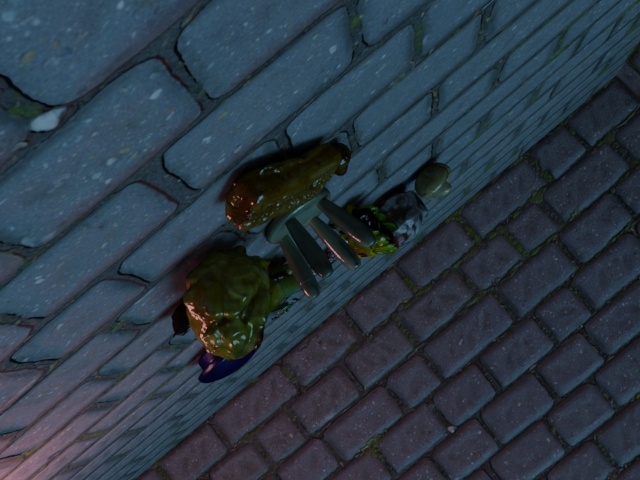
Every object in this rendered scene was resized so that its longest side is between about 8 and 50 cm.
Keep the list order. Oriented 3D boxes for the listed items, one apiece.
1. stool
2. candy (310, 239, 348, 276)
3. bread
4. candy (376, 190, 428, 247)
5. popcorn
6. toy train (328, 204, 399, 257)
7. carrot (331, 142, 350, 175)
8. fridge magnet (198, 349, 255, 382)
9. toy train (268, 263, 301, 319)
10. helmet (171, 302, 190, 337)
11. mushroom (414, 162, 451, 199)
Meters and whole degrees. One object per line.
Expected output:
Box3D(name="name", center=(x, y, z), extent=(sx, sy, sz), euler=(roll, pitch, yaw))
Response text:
Box3D(name="stool", center=(0.000, 0.000, 1.659), extent=(0.195, 0.198, 0.195), euler=(-36, 167, -26))
Box3D(name="candy", center=(0.014, 0.072, 2.307), extent=(0.226, 0.051, 0.094), euler=(-47, 163, 30))
Box3D(name="bread", center=(-0.068, -0.114, 1.326), extent=(0.271, 0.077, 0.139), euler=(-30, 161, -45))
Box3D(name="candy", center=(0.263, -0.064, 2.315), extent=(0.214, 0.157, 0.289), euler=(-37, 168, 5))
Box3D(name="popcorn", center=(-0.198, 0.137, 1.518), extent=(0.286, 0.215, 0.252), euler=(110, 0, -61))
Box3D(name="toy train", center=(0.135, -0.025, 2.073), extent=(0.161, 0.100, 0.296), euler=(-9, 160, 21))
Box3D(name="carrot", center=(0.040, -0.175, 1.505), extent=(0.055, 0.055, 0.161), euler=(-39, 175, -2))
Box3D(name="fridge magnet", center=(-0.310, 0.388, 2.320), extent=(0.265, 0.112, 0.265), euler=(-39, 167, -10))
Box3D(name="toy train", center=(-0.129, 0.151, 1.933), extent=(0.189, 0.126, 0.307), euler=(-36, 172, 23))
Box3D(name="helmet", center=(-0.316, 0.181, 1.655), extent=(0.123, 0.070, 0.098), euler=(-18, 166, -45))
Box3D(name="mushroom", center=(0.381, -0.197, 2.289), extent=(0.148, 0.112, 0.148), euler=(-41, 163, -16))
